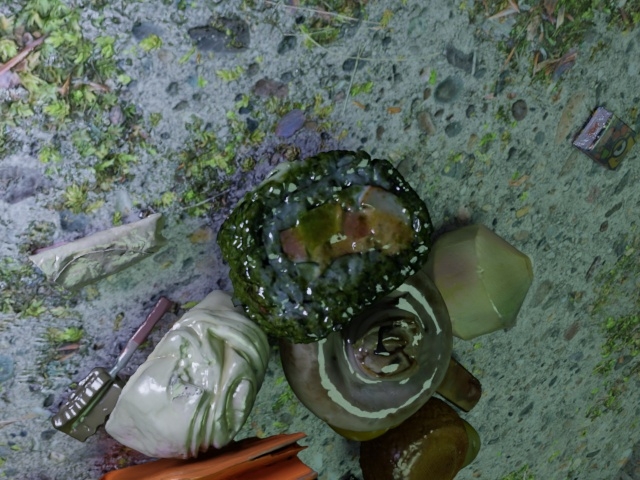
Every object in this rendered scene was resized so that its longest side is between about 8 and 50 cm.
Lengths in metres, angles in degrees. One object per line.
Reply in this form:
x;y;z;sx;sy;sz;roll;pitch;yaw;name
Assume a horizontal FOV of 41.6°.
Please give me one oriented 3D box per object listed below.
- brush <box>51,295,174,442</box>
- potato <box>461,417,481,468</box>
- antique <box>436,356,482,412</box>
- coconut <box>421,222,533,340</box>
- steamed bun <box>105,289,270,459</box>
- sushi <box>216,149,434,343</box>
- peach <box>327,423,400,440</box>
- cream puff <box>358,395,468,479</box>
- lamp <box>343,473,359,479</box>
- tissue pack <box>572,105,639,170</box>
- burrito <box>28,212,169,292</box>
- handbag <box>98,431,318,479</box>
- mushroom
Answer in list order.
-0.361;0.227;1.508;0.301;0.071;0.084;-52;134;-3;brush
0.350;0.545;2.265;0.157;0.157;0.194;-57;150;10;potato
0.310;0.336;2.108;0.093;0.087;0.310;-50;137;0;antique
0.345;0.092;1.859;0.259;0.259;0.259;-21;131;-26;coconut
-0.210;0.258;1.496;0.320;0.206;0.275;-56;175;5;steamed bun
0.000;0.000;1.466;0.352;0.178;0.294;-33;91;-22;sushi
0.110;0.338;1.896;0.251;0.153;0.251;-9;112;-22;peach
0.217;0.512;2.071;0.303;0.212;0.303;-18;120;-35;cream puff
0.141;0.695;2.216;0.118;0.118;0.253;-38;138;-10;lamp
0.677;-0.239;2.000;0.148;0.060;0.108;21;104;-44;tissue pack
-0.348;0.019;1.363;0.226;0.060;0.087;-24;127;-22;burrito
-0.221;0.446;1.565;0.304;0.410;0.116;-14;84;-34;handbag
0.102;0.199;1.650;0.362;0.295;0.362;0;91;-22;mushroom
